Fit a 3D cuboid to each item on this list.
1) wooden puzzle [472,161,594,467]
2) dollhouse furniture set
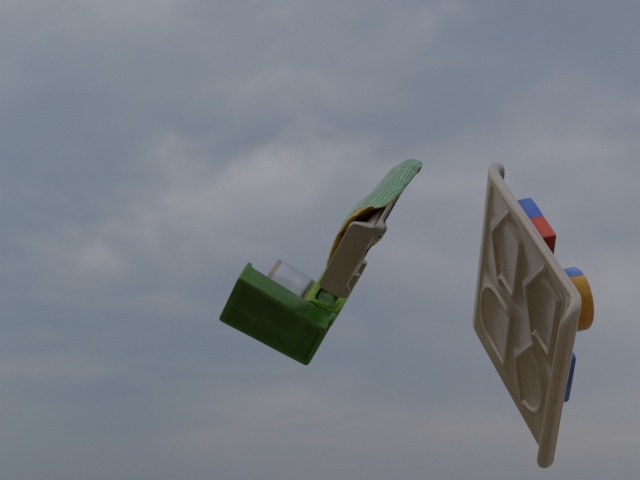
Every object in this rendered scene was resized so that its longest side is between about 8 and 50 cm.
[{"bbox_3d":[0.314,0.104,1.847,0.080,0.348,0.322,-7,-49,-9],"label":"wooden puzzle"},{"bbox_3d":[0.000,0.000,1.831,0.151,0.197,0.302,30,-51,3],"label":"dollhouse furniture set"}]
